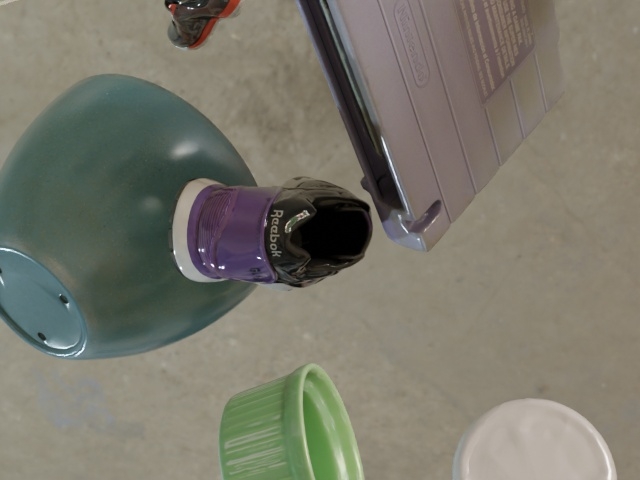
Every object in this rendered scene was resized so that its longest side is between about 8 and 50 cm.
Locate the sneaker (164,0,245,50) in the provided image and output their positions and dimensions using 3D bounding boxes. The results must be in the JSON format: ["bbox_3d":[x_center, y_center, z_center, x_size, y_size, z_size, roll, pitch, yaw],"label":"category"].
[{"bbox_3d":[-0.132,-0.243,0.961,0.065,0.061,0.158,9,165,-30],"label":"sneaker"}]

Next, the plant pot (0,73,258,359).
[{"bbox_3d":[-0.224,0.007,0.949,0.290,0.195,0.290,19,133,22],"label":"plant pot"}]

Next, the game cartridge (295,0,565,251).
[{"bbox_3d":[0.084,-0.188,0.712,0.068,0.230,0.355,18,147,37],"label":"game cartridge"}]

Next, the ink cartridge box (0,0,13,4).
[{"bbox_3d":[-0.257,-0.331,0.927,0.171,0.235,0.056,-15,161,3],"label":"ink cartridge box"}]

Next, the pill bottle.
[{"bbox_3d":[0.238,0.300,1.093,0.169,0.169,0.301,4,155,10],"label":"pill bottle"}]

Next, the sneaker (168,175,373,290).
[{"bbox_3d":[0.000,0.000,0.816,0.124,0.283,0.107,4,95,26],"label":"sneaker"}]

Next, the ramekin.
[{"bbox_3d":[-0.043,0.360,1.502,0.148,0.303,0.303,-17,129,13],"label":"ramekin"}]
